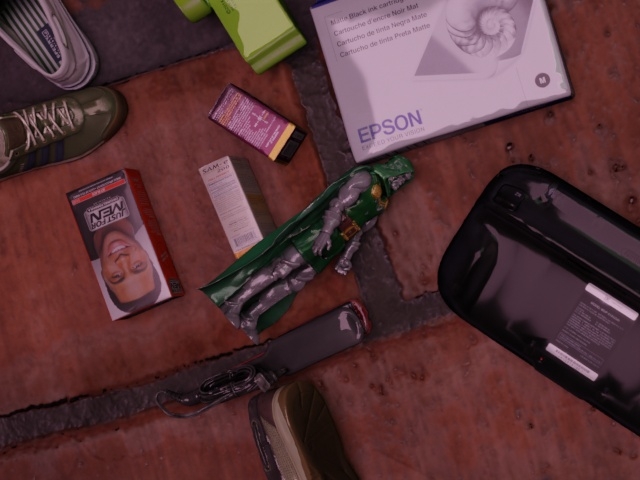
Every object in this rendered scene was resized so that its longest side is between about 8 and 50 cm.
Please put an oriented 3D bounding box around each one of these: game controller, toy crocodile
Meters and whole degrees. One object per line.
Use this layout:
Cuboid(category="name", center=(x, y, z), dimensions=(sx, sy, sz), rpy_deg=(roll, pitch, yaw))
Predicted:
Cuboid(category="game controller", center=(0.268, 0.067, 1.288), dimensions=(0.319, 0.067, 0.166), rpy_deg=(34, 112, 12))
Cuboid(category="toy crocodile", center=(-0.128, -0.319, 1.366), dimensions=(0.115, 0.105, 0.340), rpy_deg=(-37, 86, 10))

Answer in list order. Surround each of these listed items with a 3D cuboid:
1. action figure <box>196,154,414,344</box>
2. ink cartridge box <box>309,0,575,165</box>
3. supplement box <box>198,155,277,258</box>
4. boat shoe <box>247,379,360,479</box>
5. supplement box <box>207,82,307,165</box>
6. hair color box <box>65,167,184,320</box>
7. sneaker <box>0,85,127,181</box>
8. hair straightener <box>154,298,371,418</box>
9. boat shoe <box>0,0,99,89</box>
Cuboid(category="action figure", center=(0.000, 0.000, 1.323), dimensions=(0.232, 0.137, 0.063), rpy_deg=(-44, 63, 0))
Cuboid(category="ink cartridge box", center=(0.109, -0.211, 1.327), dimensions=(0.223, 0.045, 0.223), rpy_deg=(-18, 85, 13))
Cuboid(category="supplement box", center=(-0.079, -0.033, 1.363), dimensions=(0.036, 0.062, 0.098), rpy_deg=(-24, 83, 14))
Cuboid(category="boat shoe", center=(-0.010, 0.245, 1.343), dimensions=(0.073, 0.080, 0.223), rpy_deg=(-12, 100, 42))
Cuboid(category="supplement box", center=(-0.062, -0.115, 1.364), dimensions=(0.083, 0.055, 0.043), rpy_deg=(33, 96, 11))
Cuboid(category="hair color box", center=(-0.200, 0.004, 1.402), dimensions=(0.072, 0.043, 0.141), rpy_deg=(-23, 85, 12))
Cuboid(category="sneaker", center=(-0.296, -0.106, 1.404), dimensions=(0.192, 0.086, 0.064), rpy_deg=(-22, 85, 12))
Cuboid(category="hair straightener", center=(-0.063, 0.121, 1.343), dimensions=(0.231, 0.089, 0.047), rpy_deg=(-21, 93, 12))
Cuboid(category="boat shoe", center=(-0.314, -0.252, 1.415), dimensions=(0.226, 0.076, 0.083), rpy_deg=(45, 99, 10))
